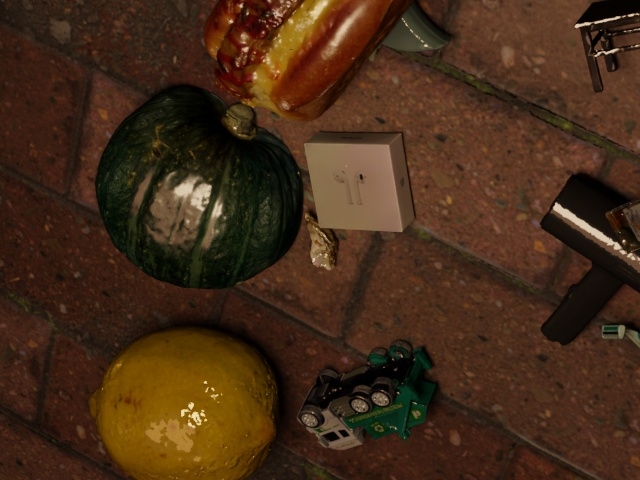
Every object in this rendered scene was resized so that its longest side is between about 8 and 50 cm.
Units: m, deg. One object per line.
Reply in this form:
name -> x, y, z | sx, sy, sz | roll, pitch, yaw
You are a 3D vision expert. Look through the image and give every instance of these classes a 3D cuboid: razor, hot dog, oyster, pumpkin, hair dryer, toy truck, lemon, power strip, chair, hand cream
razor -> 0.458, 0.175, 1.965 | 0.191, 0.037, 0.068 | 43, 173, -4
hot dog -> -0.005, -0.292, 1.777 | 0.185, 0.223, 0.405 | 41, 129, 2
oyster -> 0.002, 0.000, 2.123 | 0.051, 0.034, 0.093 | 26, 139, 34
pumpkin -> -0.186, -0.058, 2.093 | 0.293, 0.197, 0.263 | 30, 124, 9
hair dryer -> 0.355, 0.053, 1.930 | 0.197, 0.089, 0.251 | 34, 134, 8
toy truck -> 0.077, 0.242, 2.173 | 0.216, 0.110, 0.116 | -25, 114, 36
lemon -> -0.206, 0.255, 2.239 | 0.310, 0.258, 0.258 | 2, 118, 18
power strip -> 0.089, -0.343, 1.867 | 0.167, 0.054, 0.253 | 15, 122, 25
chair -> 0.352, -0.293, 1.732 | 0.101, 0.084, 0.212 | -8, 112, 28
hand cream -> 0.438, -0.044, 1.817 | 0.163, 0.039, 0.062 | -27, 79, 14

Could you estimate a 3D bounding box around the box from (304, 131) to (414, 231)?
box -> 0.055, -0.083, 2.033 | 0.130, 0.051, 0.129 | 3, 118, 27
